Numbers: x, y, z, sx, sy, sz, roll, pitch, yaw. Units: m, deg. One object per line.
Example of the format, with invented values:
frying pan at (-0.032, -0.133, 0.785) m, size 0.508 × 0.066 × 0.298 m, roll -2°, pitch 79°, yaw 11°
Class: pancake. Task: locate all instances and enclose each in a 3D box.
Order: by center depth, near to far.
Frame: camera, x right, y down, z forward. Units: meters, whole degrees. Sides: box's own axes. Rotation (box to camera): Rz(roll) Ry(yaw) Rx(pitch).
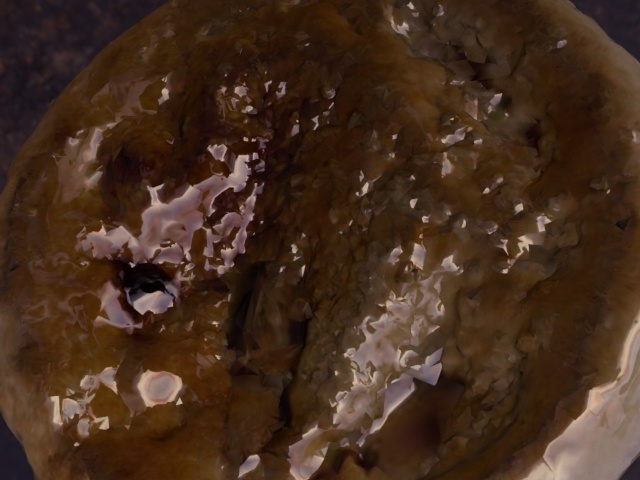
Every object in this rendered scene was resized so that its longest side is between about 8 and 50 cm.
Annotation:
pancake at (0.001, 0.001, 0.659) m, size 0.356 × 0.356 × 0.065 m, roll -42°, pitch 149°, yaw -3°
